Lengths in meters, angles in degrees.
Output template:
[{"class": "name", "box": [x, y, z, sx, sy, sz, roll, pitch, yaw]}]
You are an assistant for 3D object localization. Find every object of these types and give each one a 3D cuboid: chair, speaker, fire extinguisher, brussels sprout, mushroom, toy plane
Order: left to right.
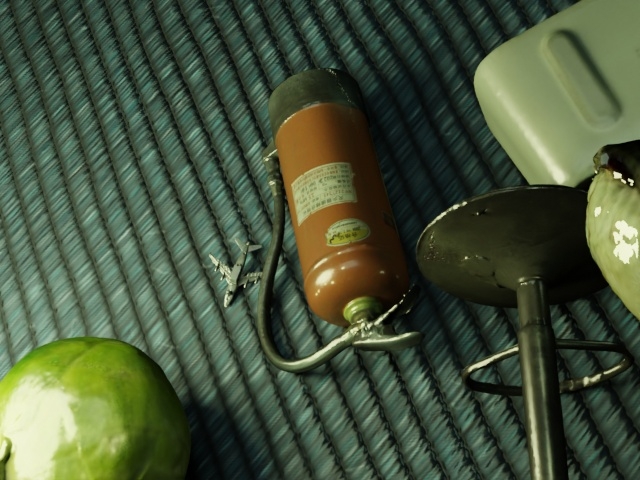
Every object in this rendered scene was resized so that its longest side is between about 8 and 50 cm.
[{"class": "brussels sprout", "box": [-0.244, 0.216, 1.526, 0.244, 0.244, 0.244, -10, 56, 15]}, {"class": "toy plane", "box": [-0.094, 0.036, 1.690, 0.078, 0.024, 0.084, 16, 64, 9]}, {"class": "fire extinguisher", "box": [0.010, 0.001, 1.641, 0.200, 0.113, 0.376, -52, 38, 39]}, {"class": "chair", "box": [0.204, 0.171, 1.360, 0.227, 0.226, 0.401, -10, 55, 15]}, {"class": "speaker", "box": [0.384, -0.175, 1.548, 0.406, 0.183, 0.184, -28, 58, 3]}, {"class": "mushroom", "box": [0.360, 0.059, 1.321, 0.130, 0.344, 0.247, -49, 30, 4]}]
